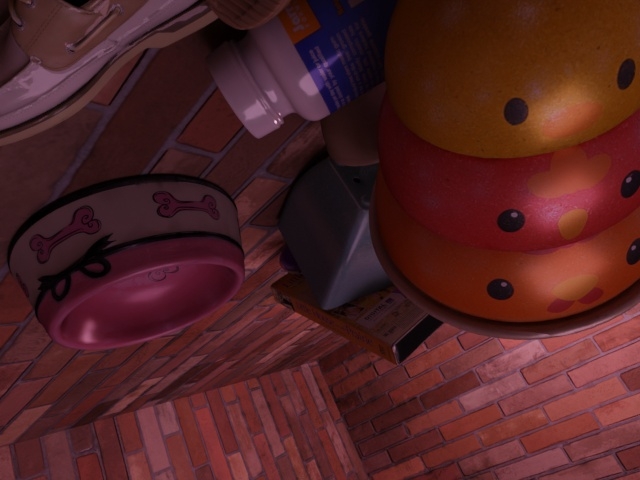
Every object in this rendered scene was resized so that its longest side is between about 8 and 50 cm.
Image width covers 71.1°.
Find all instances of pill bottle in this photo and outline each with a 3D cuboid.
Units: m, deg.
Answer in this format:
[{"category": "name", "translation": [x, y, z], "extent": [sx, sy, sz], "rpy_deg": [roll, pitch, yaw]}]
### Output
[{"category": "pill bottle", "translation": [0.011, -0.237, 0.520], "extent": [0.272, 0.152, 0.152], "rpy_deg": [-30, 158, 7]}]

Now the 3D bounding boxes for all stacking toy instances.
[{"category": "stacking toy", "translation": [0.158, -0.139, 0.386], "extent": [0.351, 0.350, 0.480], "rpy_deg": [-29, 145, 7]}]

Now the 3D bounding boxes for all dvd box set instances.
[{"category": "dvd box set", "translation": [0.118, 0.111, 1.083], "extent": [0.308, 0.420, 0.062], "rpy_deg": [-33, 121, -31]}]

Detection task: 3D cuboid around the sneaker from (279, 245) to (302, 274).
[{"category": "sneaker", "translation": [0.000, 0.000, 1.147], "extent": [0.236, 0.095, 0.104], "rpy_deg": [-26, 155, -18]}]

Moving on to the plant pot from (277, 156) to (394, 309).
[{"category": "plant pot", "translation": [0.082, -0.050, 0.926], "extent": [0.248, 0.247, 0.252], "rpy_deg": [-17, 150, -24]}]

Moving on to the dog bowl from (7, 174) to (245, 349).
[{"category": "dog bowl", "translation": [-0.324, 0.063, 0.831], "extent": [0.408, 0.150, 0.408], "rpy_deg": [-23, 158, -10]}]

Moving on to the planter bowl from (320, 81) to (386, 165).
[{"category": "planter bowl", "translation": [0.067, -0.207, 0.680], "extent": [0.162, 0.162, 0.109], "rpy_deg": [-27, 132, 1]}]

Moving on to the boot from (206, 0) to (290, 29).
[{"category": "boot", "translation": [0.002, -0.303, 0.353], "extent": [0.207, 0.090, 0.248], "rpy_deg": [-61, -167, -28]}]

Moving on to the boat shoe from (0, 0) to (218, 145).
[{"category": "boat shoe", "translation": [-0.227, -0.202, 0.401], "extent": [0.302, 0.113, 0.103], "rpy_deg": [-36, 158, -4]}]
